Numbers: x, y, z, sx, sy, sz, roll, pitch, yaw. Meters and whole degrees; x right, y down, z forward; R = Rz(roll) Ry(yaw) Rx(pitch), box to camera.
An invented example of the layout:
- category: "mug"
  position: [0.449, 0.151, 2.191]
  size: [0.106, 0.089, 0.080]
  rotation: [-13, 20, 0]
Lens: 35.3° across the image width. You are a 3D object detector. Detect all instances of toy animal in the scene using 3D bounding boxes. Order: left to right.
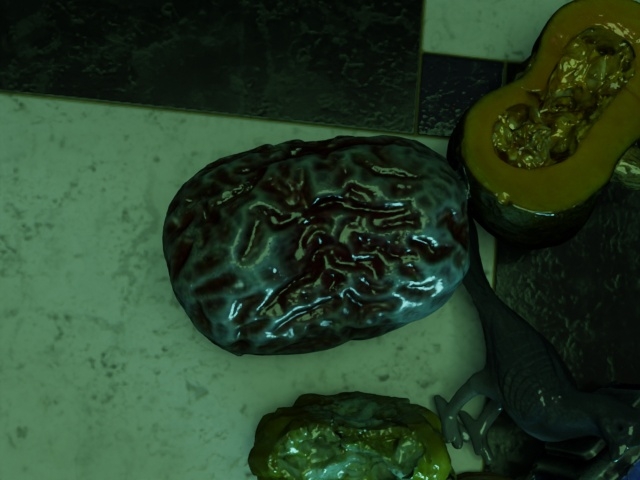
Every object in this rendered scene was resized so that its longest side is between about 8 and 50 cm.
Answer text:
- category: "toy animal"
  position: [0.205, 0.147, 1.094]
  size: [0.081, 0.367, 0.205]
  rotation: [9, 121, -40]

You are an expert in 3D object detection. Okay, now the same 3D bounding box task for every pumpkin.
- category: "pumpkin"
  position: [0.287, -0.117, 1.120]
  size: [0.222, 0.139, 0.317]
  rotation: [41, 68, 7]

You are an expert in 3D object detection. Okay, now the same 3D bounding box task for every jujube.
- category: "jujube"
  position: [0.000, 0.000, 1.058]
  size: [0.317, 0.226, 0.226]
  rotation: [-14, 84, -3]

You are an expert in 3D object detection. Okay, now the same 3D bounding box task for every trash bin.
- category: "trash bin"
  position: [0.359, 0.288, 1.086]
  size: [0.184, 0.162, 0.234]
  rotation: [-42, 96, -14]

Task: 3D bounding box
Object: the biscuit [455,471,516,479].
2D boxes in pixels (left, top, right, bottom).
- category: "biscuit"
  position: [0.182, 0.362, 1.109]
  size: [0.181, 0.049, 0.208]
  rotation: [-2, 84, -7]

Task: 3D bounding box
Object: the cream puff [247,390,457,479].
- category: "cream puff"
  position: [0.035, 0.251, 1.054]
  size: [0.221, 0.195, 0.194]
  rotation: [4, 81, 12]
